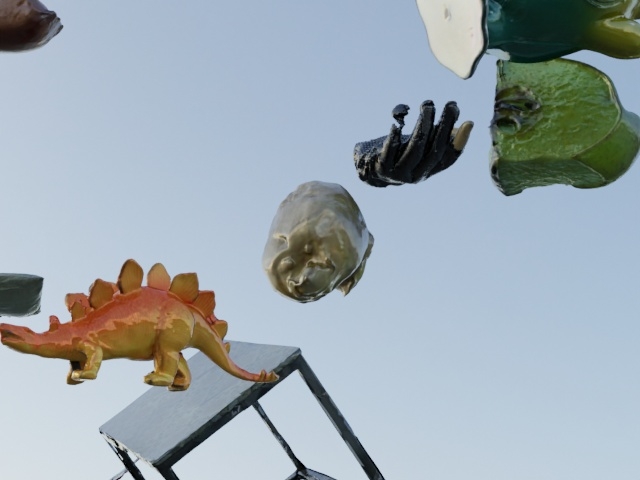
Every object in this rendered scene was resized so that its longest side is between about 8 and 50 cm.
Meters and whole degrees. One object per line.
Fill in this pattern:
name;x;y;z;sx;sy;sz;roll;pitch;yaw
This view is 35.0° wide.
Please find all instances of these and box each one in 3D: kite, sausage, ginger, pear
kite;-0.286;0.343;1.543;0.159;0.010;0.190;-38;-1;8
sausage;-0.476;-0.278;1.274;0.300;0.083;0.089;6;-23;0
ginger;0.000;0.000;1.315;0.138;0.152;0.267;-38;-5;16
pear;0.423;-0.204;1.755;0.255;0.238;0.164;-3;-27;17

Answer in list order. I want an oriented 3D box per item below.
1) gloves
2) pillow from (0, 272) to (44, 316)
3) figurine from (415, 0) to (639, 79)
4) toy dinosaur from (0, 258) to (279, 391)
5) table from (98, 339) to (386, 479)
gloves;0.150;-0.137;1.517;0.180;0.106;0.129;-11;-26;42
pillow;-0.557;0.088;1.611;0.229;0.050;0.148;-2;-29;-21
figurine;0.334;-0.380;1.545;0.340;0.324;0.231;-17;-27;-19
toy dinosaur;-0.148;0.074;0.905;0.288;0.117;0.070;8;-15;-38
table;-0.097;0.305;1.325;0.272;0.222;0.335;56;-20;-10
